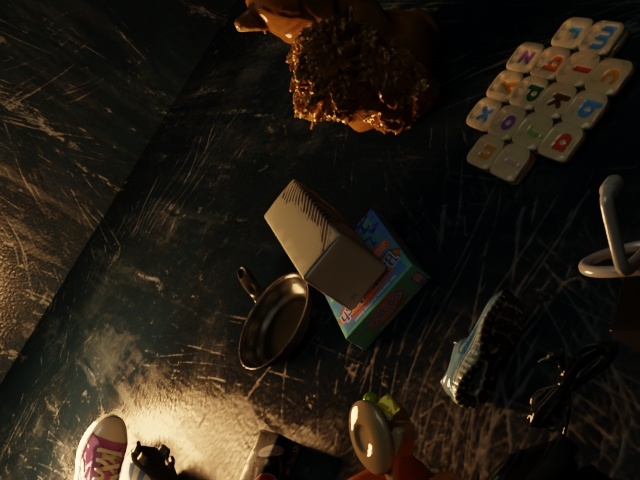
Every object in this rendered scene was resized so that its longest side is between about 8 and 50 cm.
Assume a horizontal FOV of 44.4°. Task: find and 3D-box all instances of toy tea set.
[{"bbox_3d":[0.147,0.319,0.859,0.336,0.124,0.199,50,139,43],"label":"toy tea set"}]

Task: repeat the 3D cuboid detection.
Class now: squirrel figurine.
[{"bbox_3d":[0.034,-0.378,1.482,0.281,0.370,0.397,-44,30,20],"label":"squirrel figurine"}]

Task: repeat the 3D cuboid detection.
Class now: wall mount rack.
[{"bbox_3d":[0.429,-0.060,0.762,0.350,0.130,0.304,-9,11,39],"label":"wall mount rack"}]

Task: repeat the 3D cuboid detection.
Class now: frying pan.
[{"bbox_3d":[-0.112,0.150,1.495,0.326,0.053,0.197,2,62,60],"label":"frying pan"}]

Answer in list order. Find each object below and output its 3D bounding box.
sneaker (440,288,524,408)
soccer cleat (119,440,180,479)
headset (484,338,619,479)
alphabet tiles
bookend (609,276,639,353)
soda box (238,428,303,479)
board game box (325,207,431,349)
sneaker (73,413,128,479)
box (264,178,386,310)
[{"bbox_3d":[0.201,0.133,1.016,0.162,0.063,0.073,-59,25,-6],"label":"sneaker"},{"bbox_3d":[-0.283,0.482,1.373,0.331,0.116,0.143,31,103,64],"label":"soccer cleat"},{"bbox_3d":[0.246,0.236,0.657,0.185,0.243,0.394,-54,12,18],"label":"headset"},{"bbox_3d":[0.344,-0.218,1.204,0.284,0.021,0.278,-54,28,4],"label":"alphabet tiles"},{"bbox_3d":[0.361,0.108,0.779,0.156,0.072,0.157,-6,55,54],"label":"bookend"},{"bbox_3d":[-0.093,0.384,1.216,0.060,0.053,0.168,-5,57,56],"label":"soda box"},{"bbox_3d":[0.079,0.058,1.297,0.160,0.047,0.210,-50,29,12],"label":"board game box"},{"bbox_3d":[-0.438,0.503,1.593,0.161,0.102,0.282,-2,69,53],"label":"sneaker"},{"bbox_3d":[0.000,0.000,1.315,0.094,0.113,0.275,-51,29,7],"label":"box"}]
